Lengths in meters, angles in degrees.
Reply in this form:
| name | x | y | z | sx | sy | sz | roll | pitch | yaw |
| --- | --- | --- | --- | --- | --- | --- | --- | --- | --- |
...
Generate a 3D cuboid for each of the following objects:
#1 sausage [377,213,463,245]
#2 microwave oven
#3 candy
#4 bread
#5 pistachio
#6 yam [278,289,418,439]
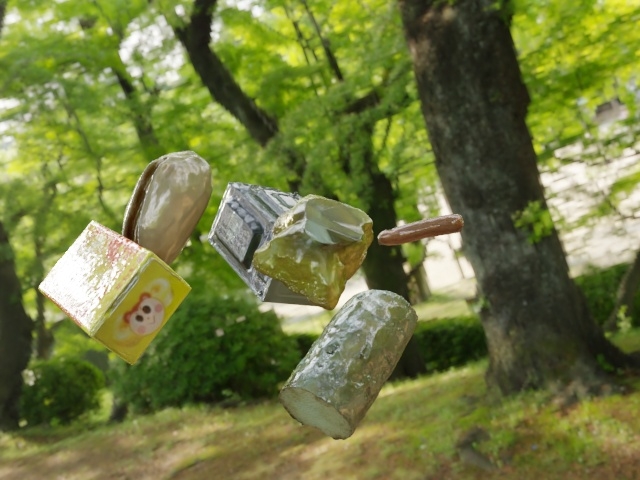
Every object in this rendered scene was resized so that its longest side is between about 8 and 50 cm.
| name | x | y | z | sx | sy | sz | roll | pitch | yaw |
| --- | --- | --- | --- | --- | --- | --- | --- | --- | --- |
| sausage | 0.203 | -0.020 | 1.896 | 0.176 | 0.040 | 0.047 | -12 | 17 | 6 |
| microwave oven | -0.087 | 0.001 | 2.154 | 0.237 | 0.181 | 0.295 | 9 | 22 | -38 |
| candy | -0.311 | 0.070 | 1.387 | 0.146 | 0.088 | 0.276 | -53 | 31 | -13 |
| bread | 0.000 | 0.000 | 1.561 | 0.088 | 0.160 | 0.233 | -54 | 3 | 37 |
| pistachio | -0.259 | -0.056 | 1.587 | 0.126 | 0.152 | 0.223 | 12 | 64 | 31 |
| yam | 0.041 | 0.153 | 1.211 | 0.107 | 0.107 | 0.194 | -12 | 33 | 50 |
